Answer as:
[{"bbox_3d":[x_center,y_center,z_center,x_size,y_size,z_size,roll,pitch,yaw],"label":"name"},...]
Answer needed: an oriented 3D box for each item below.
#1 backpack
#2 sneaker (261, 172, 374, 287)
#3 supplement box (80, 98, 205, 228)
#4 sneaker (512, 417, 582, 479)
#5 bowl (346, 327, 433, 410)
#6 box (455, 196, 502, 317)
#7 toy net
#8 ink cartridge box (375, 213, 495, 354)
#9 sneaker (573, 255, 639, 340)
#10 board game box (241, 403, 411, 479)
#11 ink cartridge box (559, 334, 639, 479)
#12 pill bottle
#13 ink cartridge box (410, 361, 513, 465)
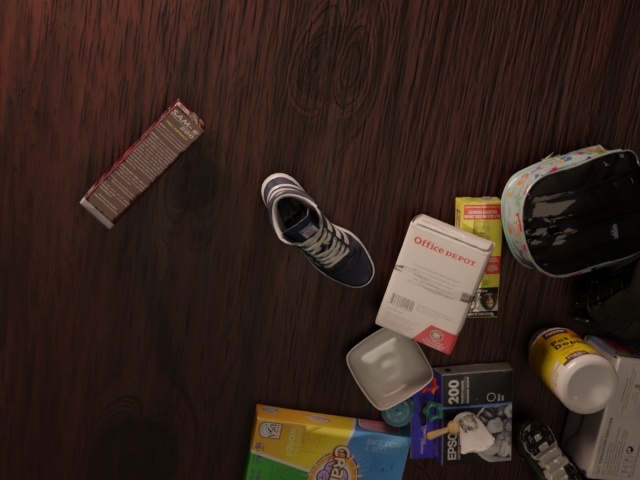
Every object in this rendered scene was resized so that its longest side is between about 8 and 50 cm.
[{"bbox_3d":[0.466,-0.053,1.597,0.253,0.191,0.225,-20,105,-13],"label":"backpack"},{"bbox_3d":[0.000,0.000,1.570,0.099,0.153,0.282,-44,105,4],"label":"sneaker"},{"bbox_3d":[-0.311,-0.139,1.509,0.073,0.130,0.239,43,95,-15],"label":"supplement box"},{"bbox_3d":[0.467,0.460,1.762,0.078,0.106,0.234,-31,99,-8],"label":"sneaker"},{"bbox_3d":[0.136,0.248,1.682,0.142,0.053,0.142,-32,81,0],"label":"bowl"},{"bbox_3d":[0.306,0.033,1.667,0.087,0.058,0.232,0,103,-5],"label":"box"},{"bbox_3d":[0.240,0.345,1.703,0.232,0.045,0.122,21,81,11],"label":"toy net"},{"bbox_3d":[0.217,0.079,1.613,0.158,0.092,0.218,23,109,13],"label":"ink cartridge box"},{"bbox_3d":[0.573,0.107,1.632,0.130,0.109,0.286,10,146,0],"label":"sneaker"},{"bbox_3d":[0.004,0.473,1.728,0.316,0.064,0.242,9,102,-9],"label":"board game box"},{"bbox_3d":[0.725,0.356,1.750,0.395,0.151,0.270,8,103,-8],"label":"ink cartridge box"},{"bbox_3d":[0.480,0.243,1.658,0.117,0.215,0.117,-2,104,-7],"label":"pill bottle"},{"bbox_3d":[0.289,0.358,1.750,0.208,0.045,0.206,-3,103,-5],"label":"ink cartridge box"}]
